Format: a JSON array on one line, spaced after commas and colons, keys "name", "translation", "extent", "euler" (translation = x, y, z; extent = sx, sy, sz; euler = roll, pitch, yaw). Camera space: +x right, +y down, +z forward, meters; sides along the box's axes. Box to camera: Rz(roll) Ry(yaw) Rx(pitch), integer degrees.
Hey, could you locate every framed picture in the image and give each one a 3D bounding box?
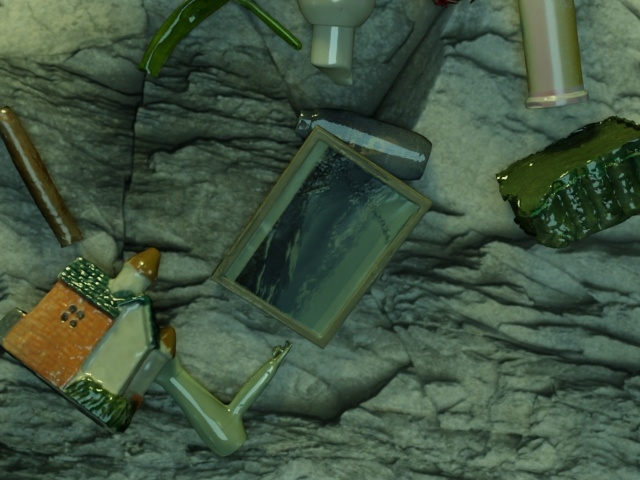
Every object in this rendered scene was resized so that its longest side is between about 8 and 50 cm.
[{"name": "framed picture", "translation": [0.000, 0.000, 1.749], "extent": [0.247, 0.022, 0.335], "euler": [33, 106, -12]}]

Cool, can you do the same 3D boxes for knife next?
[{"name": "knife", "translation": [-0.103, -0.381, 1.685], "extent": [0.184, 0.022, 0.026], "euler": [39, 72, -9]}]

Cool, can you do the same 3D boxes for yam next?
[{"name": "yam", "translation": [-0.485, -0.108, 1.711], "extent": [0.046, 0.046, 0.264], "euler": [-25, 104, 2]}]

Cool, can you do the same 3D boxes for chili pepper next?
[{"name": "chili pepper", "translation": [-0.232, -0.355, 1.670], "extent": [0.202, 0.050, 0.052], "euler": [-46, 116, 6]}]

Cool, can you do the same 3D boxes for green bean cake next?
[{"name": "green bean cake", "translation": [0.433, -0.095, 1.667], "extent": [0.255, 0.241, 0.132], "euler": [-28, 106, 3]}]

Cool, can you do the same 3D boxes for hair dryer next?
[{"name": "hair dryer", "translation": [-0.156, 0.245, 1.808], "extent": [0.237, 0.075, 0.206], "euler": [-39, 95, -2]}]

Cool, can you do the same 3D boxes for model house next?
[{"name": "model house", "translation": [-0.366, 0.145, 1.725], "extent": [0.271, 0.190, 0.301], "euler": [36, 79, 5]}]

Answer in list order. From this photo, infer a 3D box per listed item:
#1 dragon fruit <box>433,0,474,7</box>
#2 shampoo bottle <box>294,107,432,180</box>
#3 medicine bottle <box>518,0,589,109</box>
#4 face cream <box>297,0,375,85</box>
[{"name": "dragon fruit", "translation": [0.222, -0.461, 1.629], "extent": [0.136, 0.166, 0.133], "euler": [12, 57, -2]}, {"name": "shampoo bottle", "translation": [0.072, -0.171, 1.726], "extent": [0.233, 0.049, 0.087], "euler": [17, 102, -7]}, {"name": "medicine bottle", "translation": [0.371, -0.438, 1.661], "extent": [0.108, 0.108, 0.426], "euler": [-9, 101, -1]}, {"name": "face cream", "translation": [0.030, -0.435, 1.617], "extent": [0.145, 0.145, 0.370], "euler": [2, 101, -4]}]
